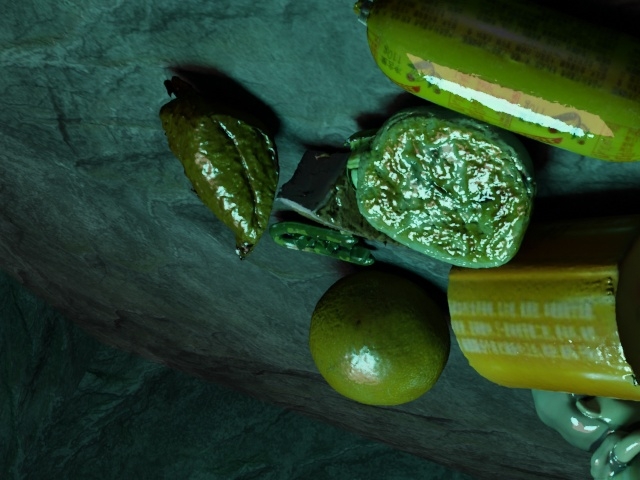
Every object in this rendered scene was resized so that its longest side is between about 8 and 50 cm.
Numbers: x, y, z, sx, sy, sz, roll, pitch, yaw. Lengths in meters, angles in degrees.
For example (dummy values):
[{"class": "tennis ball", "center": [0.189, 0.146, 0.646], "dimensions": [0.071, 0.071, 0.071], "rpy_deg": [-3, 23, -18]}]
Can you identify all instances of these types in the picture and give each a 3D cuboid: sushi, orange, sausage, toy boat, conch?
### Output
[{"class": "sushi", "center": [-0.127, -0.116, 1.460], "dimensions": [0.140, 0.149, 0.287], "rpy_deg": [14, 140, 57]}, {"class": "orange", "center": [0.111, 0.180, 1.822], "dimensions": [0.264, 0.264, 0.264], "rpy_deg": [23, 161, 8]}, {"class": "sausage", "center": [0.338, 0.084, 1.286], "dimensions": [0.233, 0.233, 0.287], "rpy_deg": [36, 159, -29]}, {"class": "toy boat", "center": [0.000, 0.000, 1.755], "dimensions": [0.210, 0.052, 0.104], "rpy_deg": [12, 159, 32]}, {"class": "conch", "center": [0.093, -0.116, 1.315], "dimensions": [0.105, 0.079, 0.170], "rpy_deg": [31, 146, -29]}, {"class": "sausage", "center": [0.190, -0.169, 0.962], "dimensions": [0.347, 0.123, 0.123], "rpy_deg": [21, 161, 10]}]

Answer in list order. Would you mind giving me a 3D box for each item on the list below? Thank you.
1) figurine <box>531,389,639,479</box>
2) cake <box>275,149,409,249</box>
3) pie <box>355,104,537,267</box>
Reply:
[{"class": "figurine", "center": [0.435, 0.270, 1.457], "dimensions": [0.248, 0.381, 0.203], "rpy_deg": [18, 133, -26]}, {"class": "cake", "center": [0.056, -0.052, 1.530], "dimensions": [0.116, 0.113, 0.295], "rpy_deg": [19, 172, 34]}, {"class": "pie", "center": [0.157, -0.061, 1.243], "dimensions": [0.240, 0.054, 0.241], "rpy_deg": [14, 125, 21]}]
